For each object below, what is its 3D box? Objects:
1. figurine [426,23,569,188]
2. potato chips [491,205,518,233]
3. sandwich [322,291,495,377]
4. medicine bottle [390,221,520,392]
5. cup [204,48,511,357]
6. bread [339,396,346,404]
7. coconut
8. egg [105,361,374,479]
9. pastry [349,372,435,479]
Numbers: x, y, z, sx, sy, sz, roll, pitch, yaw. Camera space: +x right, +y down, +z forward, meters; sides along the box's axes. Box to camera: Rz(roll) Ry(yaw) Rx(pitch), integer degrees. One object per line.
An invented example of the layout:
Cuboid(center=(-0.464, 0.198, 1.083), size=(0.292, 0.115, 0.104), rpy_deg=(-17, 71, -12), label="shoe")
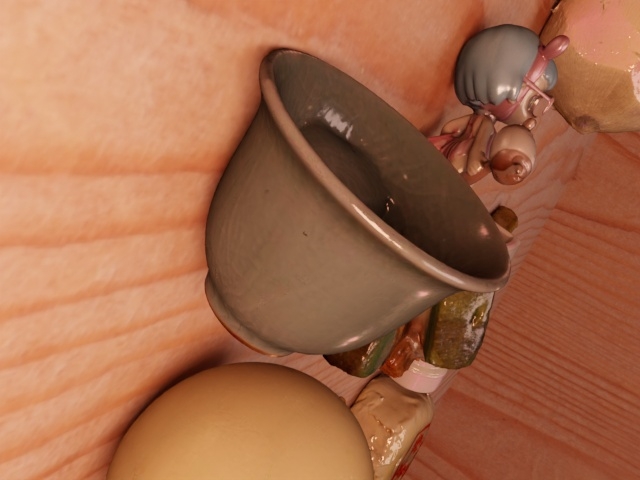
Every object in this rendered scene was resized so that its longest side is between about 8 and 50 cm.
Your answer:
Cuboid(center=(0.149, -0.104, 0.788), size=(0.260, 0.102, 0.205), rpy_deg=(-56, -172, 5), label="figurine")
Cuboid(center=(0.301, 0.027, 1.507), size=(0.407, 0.057, 0.080), rpy_deg=(-41, 158, -44), label="potato chips")
Cuboid(center=(0.138, 0.106, 1.032), size=(0.250, 0.162, 0.301), rpy_deg=(-52, 159, -8), label="sandwich")
Cuboid(center=(0.207, 0.107, 1.291), size=(0.161, 0.111, 0.296), rpy_deg=(-4, 128, -46), label="medicine bottle")
Cuboid(center=(0.000, 0.000, 0.504), size=(0.150, 0.199, 0.199), rpy_deg=(-47, 168, 24), label="cup")
Cuboid(center=(0.005, 0.284, 1.185), size=(0.110, 0.024, 0.110), rpy_deg=(-51, 160, -27), label="bread")
Cuboid(center=(0.407, -0.255, 1.076), size=(0.230, 0.227, 0.227), rpy_deg=(-57, 162, -7), label="coconut")
Cuboid(center=(-0.059, 0.187, 0.593), size=(0.241, 0.186, 0.186), rpy_deg=(3, 118, -61), label="egg")
Cuboid(center=(0.101, 0.363, 1.410), size=(0.265, 0.133, 0.265), rpy_deg=(-46, 155, -29), label="pastry")
